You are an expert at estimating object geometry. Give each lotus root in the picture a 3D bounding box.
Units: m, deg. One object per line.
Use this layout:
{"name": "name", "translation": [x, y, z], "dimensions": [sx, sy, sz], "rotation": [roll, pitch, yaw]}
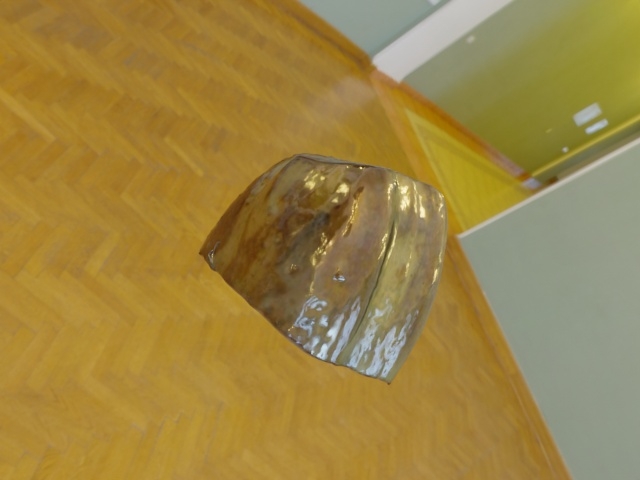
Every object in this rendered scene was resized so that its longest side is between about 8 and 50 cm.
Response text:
{"name": "lotus root", "translation": [0.000, 0.000, 0.759], "dimensions": [0.316, 0.250, 0.316], "rotation": [28, 5, -2]}
